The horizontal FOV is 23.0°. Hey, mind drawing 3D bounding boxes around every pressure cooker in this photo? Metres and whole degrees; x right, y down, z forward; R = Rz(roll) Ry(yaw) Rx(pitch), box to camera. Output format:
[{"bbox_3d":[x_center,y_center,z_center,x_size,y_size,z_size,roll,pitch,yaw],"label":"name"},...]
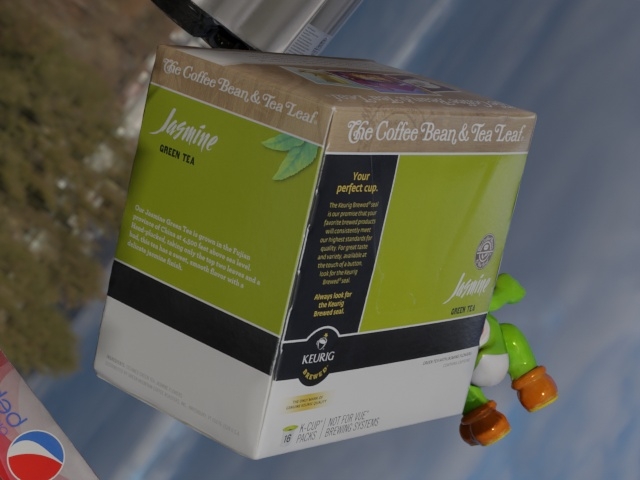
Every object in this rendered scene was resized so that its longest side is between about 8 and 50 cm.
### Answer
[{"bbox_3d":[-0.054,-0.468,2.179,0.420,0.375,0.370,-50,-161,12],"label":"pressure cooker"}]

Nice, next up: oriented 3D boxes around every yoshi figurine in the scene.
[{"bbox_3d":[0.187,0.113,2.322,0.203,0.362,0.203,-31,-177,43],"label":"yoshi figurine"}]

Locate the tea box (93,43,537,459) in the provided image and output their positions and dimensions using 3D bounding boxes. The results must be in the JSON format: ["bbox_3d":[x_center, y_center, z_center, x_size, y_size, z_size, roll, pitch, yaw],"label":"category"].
[{"bbox_3d":[0.000,0.000,1.484,0.329,0.220,0.323,-3,111,-52],"label":"tea box"}]

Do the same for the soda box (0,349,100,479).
[{"bbox_3d":[-0.326,0.214,1.675,0.083,0.263,0.092,-34,163,-22],"label":"soda box"}]
